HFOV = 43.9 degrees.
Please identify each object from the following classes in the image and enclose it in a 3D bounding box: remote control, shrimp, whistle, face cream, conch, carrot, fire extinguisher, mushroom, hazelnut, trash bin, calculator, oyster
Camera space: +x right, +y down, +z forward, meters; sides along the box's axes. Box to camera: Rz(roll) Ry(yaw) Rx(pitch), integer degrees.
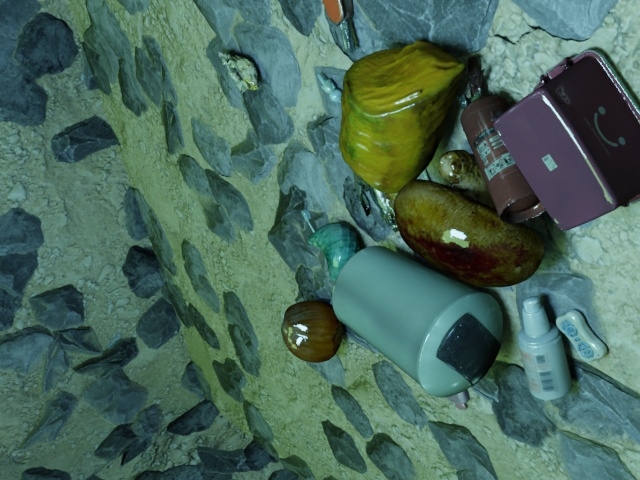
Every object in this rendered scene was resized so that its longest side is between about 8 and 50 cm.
[{"bbox_3d":[0.575,0.212,1.751,0.122,0.032,0.074,53,151,8],"label":"remote control"},{"bbox_3d":[0.145,-0.111,2.117,0.217,0.051,0.150,64,156,7],"label":"shrimp"},{"bbox_3d":[0.025,-0.392,2.043,0.100,0.035,0.035,53,151,14],"label":"whistle"},{"bbox_3d":[0.505,0.238,1.817,0.101,0.101,0.251,13,127,53],"label":"face cream"},{"bbox_3d":[0.068,0.040,2.300,0.202,0.134,0.196,55,-167,-4],"label":"conch"},{"bbox_3d":[0.162,-0.288,1.708,0.241,0.241,0.340,45,151,24],"label":"carrot"},{"bbox_3d":[0.349,-0.209,1.565,0.147,0.107,0.337,82,172,-63],"label":"fire extinguisher"},{"bbox_3d":[0.311,-0.017,1.715,0.345,0.239,0.345,51,-170,-12],"label":"mushroom"},{"bbox_3d":[-0.022,0.294,2.616,0.186,0.210,0.210,-12,112,19],"label":"hazelnut"},{"bbox_3d":[0.252,0.200,2.012,0.432,0.280,0.280,31,141,46],"label":"trash bin"},{"bbox_3d":[0.377,0.418,2.275,0.103,0.024,0.165,-2,114,58],"label":"calculator"},{"bbox_3d":[-0.239,-0.505,2.332,0.132,0.072,0.209,62,172,-19],"label":"oyster"}]

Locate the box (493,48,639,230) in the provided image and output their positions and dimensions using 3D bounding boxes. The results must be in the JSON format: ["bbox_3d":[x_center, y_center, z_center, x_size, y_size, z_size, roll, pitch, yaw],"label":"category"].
[{"bbox_3d":[0.462,-0.170,1.425,0.294,0.167,0.193,58,154,3],"label":"box"}]

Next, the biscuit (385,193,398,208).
[{"bbox_3d":[0.195,-0.128,1.997,0.118,0.061,0.183,21,138,53],"label":"biscuit"}]

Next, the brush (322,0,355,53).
[{"bbox_3d":[0.029,-0.592,1.834,0.070,0.051,0.323,6,120,48],"label":"brush"}]

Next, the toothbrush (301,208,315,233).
[{"bbox_3d":[0.000,0.000,2.480,0.219,0.019,0.016,61,154,-6],"label":"toothbrush"}]

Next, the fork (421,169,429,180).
[{"bbox_3d":[0.267,-0.122,1.924,0.219,0.028,0.034,63,157,-8],"label":"fork"}]
